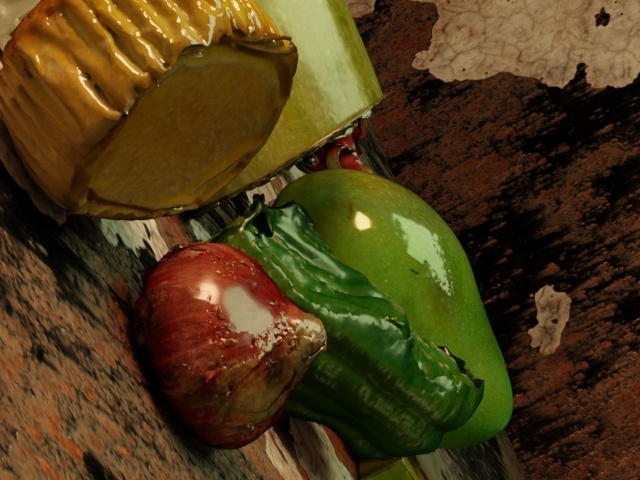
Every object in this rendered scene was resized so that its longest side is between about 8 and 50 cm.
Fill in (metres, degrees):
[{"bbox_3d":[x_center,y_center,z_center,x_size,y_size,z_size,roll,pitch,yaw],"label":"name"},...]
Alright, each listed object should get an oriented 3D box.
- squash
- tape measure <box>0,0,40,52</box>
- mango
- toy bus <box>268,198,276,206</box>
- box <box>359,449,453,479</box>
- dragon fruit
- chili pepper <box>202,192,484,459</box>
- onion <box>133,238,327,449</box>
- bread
[{"bbox_3d":[-0.115,-0.246,1.869,0.384,0.263,0.263,62,8,-6],"label":"squash"},{"bbox_3d":[-0.254,-0.281,1.590,0.246,0.125,0.243,61,8,-12],"label":"tape measure"},{"bbox_3d":[0.083,0.080,2.060,0.382,0.225,0.201,50,-14,-4],"label":"mango"},{"bbox_3d":[0.000,0.000,2.304,0.301,0.113,0.139,-82,147,-78],"label":"toy bus"},{"bbox_3d":[0.111,0.296,2.172,0.175,0.062,0.260,60,8,-16],"label":"box"},{"bbox_3d":[-0.022,-0.203,2.611,0.218,0.198,0.272,-132,-143,-79],"label":"dragon fruit"},{"bbox_3d":[-0.003,0.097,1.817,0.385,0.167,0.213,43,3,-32],"label":"chili pepper"},{"bbox_3d":[-0.069,0.081,1.491,0.184,0.147,0.184,-13,90,-79],"label":"onion"},{"bbox_3d":[-0.144,-0.126,1.438,0.142,0.227,0.253,50,13,20],"label":"bread"}]
